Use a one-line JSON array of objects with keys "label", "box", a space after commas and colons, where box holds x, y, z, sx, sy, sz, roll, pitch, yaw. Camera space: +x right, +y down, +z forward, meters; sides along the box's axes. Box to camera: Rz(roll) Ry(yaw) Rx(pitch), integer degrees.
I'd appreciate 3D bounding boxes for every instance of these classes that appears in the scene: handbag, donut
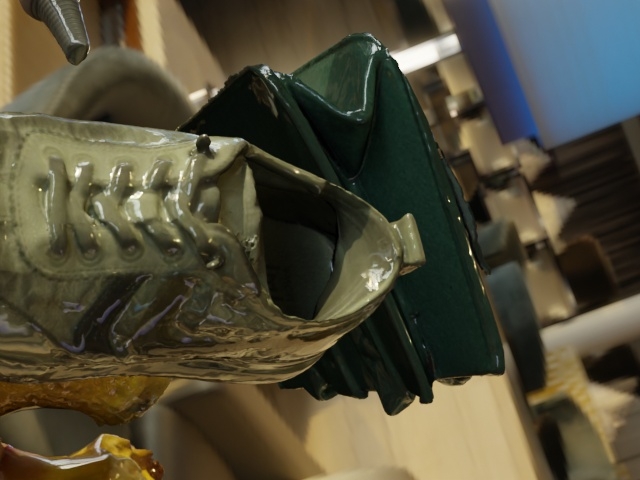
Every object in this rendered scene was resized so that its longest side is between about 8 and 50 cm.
[{"label": "handbag", "box": [0.000, -0.001, 0.860, 0.238, 0.089, 0.326, 66, -19, -3]}, {"label": "donut", "box": [-0.315, 0.223, 1.302, 0.163, 0.377, 0.435, -114, -163, -61]}]

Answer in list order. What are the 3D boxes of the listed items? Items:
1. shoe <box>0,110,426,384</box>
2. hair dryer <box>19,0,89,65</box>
[{"label": "shoe", "box": [-0.071, -0.001, 0.528, 0.275, 0.098, 0.103, 8, 63, -44]}, {"label": "hair dryer", "box": [-0.153, -0.187, 0.701, 0.195, 0.054, 0.220, -17, 58, -46]}]
